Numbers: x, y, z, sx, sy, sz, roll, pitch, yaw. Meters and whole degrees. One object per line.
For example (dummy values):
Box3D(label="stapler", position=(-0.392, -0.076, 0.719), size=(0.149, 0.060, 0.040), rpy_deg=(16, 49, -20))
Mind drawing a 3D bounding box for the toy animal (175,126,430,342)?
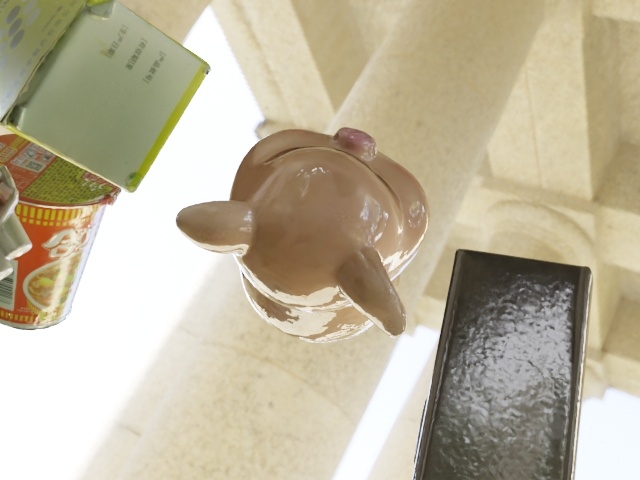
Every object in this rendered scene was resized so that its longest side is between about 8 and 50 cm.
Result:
Box3D(label="toy animal", position=(-0.003, 0.000, 0.742), size=(0.165, 0.149, 0.248), rpy_deg=(12, -9, 6))

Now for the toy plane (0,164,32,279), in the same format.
Box3D(label="toy plane", position=(-0.395, 0.005, 0.874), size=(0.252, 0.252, 0.118), rpy_deg=(33, -15, -8))

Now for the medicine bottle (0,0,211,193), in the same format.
Box3D(label="medicine bottle", position=(-0.234, -0.158, 0.869), size=(0.141, 0.137, 0.250), rpy_deg=(29, 0, -40))

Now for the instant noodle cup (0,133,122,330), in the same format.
Box3D(label="instant noodle cup", position=(-0.369, -0.004, 1.245), size=(0.193, 0.193, 0.212), rpy_deg=(25, -61, 12))

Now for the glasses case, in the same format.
Box3D(label="glasses case", position=(0.081, 0.090, 0.437), size=(0.072, 0.191, 0.042), rpy_deg=(10, -36, 9))
